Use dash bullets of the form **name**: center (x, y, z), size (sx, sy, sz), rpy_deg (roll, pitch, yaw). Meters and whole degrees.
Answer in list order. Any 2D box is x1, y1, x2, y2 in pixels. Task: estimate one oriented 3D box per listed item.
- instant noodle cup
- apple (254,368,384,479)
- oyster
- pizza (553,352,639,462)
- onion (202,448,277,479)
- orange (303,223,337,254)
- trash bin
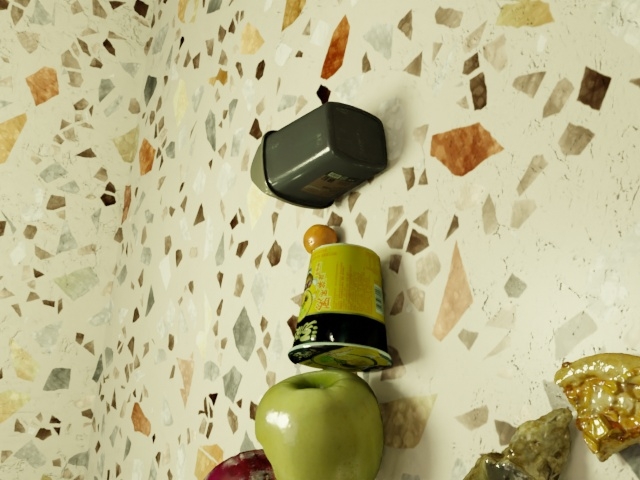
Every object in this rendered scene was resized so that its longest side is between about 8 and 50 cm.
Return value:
- **instant noodle cup**: center (0.048, 0.139, 1.512), size (0.215, 0.216, 0.236), rpy_deg (-26, 52, 52)
- **apple**: center (0.006, 0.386, 1.454), size (0.279, 0.279, 0.279), rpy_deg (-18, 69, 54)
- **oyster**: center (0.288, 0.406, 1.155), size (0.341, 0.110, 0.166), rpy_deg (-61, 40, 28)
- **pizza**: center (0.411, 0.239, 1.053), size (0.182, 0.062, 0.161), rpy_deg (5, 89, 55)
- **onion**: center (-0.175, 0.629, 1.682), size (0.336, 0.260, 0.282), rpy_deg (-63, 33, 27)
- **orange**: center (0.000, 0.000, 1.705), size (0.083, 0.084, 0.083), rpy_deg (-18, 69, 54)
- **trash bin**: center (-0.007, -0.183, 1.650), size (0.290, 0.209, 0.182), rpy_deg (-25, 61, 46)
